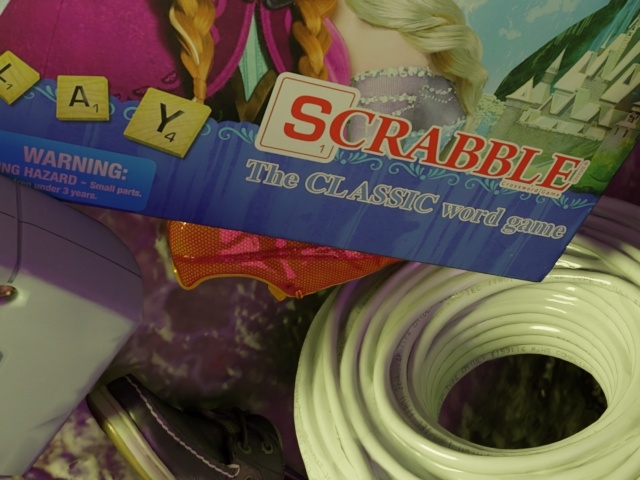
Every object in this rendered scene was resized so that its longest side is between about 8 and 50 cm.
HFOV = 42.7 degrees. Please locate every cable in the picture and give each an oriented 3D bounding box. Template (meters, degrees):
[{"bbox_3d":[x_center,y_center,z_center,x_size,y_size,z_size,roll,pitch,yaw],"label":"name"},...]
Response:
[{"bbox_3d":[0.113,0.084,0.460,0.257,0.257,0.089,-34,132,-12],"label":"cable"}]

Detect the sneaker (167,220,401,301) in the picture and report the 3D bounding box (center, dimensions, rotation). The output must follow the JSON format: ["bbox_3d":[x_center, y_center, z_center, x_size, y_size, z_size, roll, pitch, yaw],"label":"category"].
[{"bbox_3d":[0.000,0.000,0.471,0.175,0.064,0.067,1,114,-13],"label":"sneaker"}]

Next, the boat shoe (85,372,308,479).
[{"bbox_3d":[-0.057,0.137,0.507,0.073,0.080,0.223,-42,133,-11],"label":"boat shoe"}]

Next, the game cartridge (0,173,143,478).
[{"bbox_3d":[-0.234,0.029,0.316,0.297,0.062,0.198,15,127,-35],"label":"game cartridge"}]

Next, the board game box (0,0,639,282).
[{"bbox_3d":[0.019,-0.138,0.313,0.318,0.066,0.318,9,127,-19],"label":"board game box"}]
